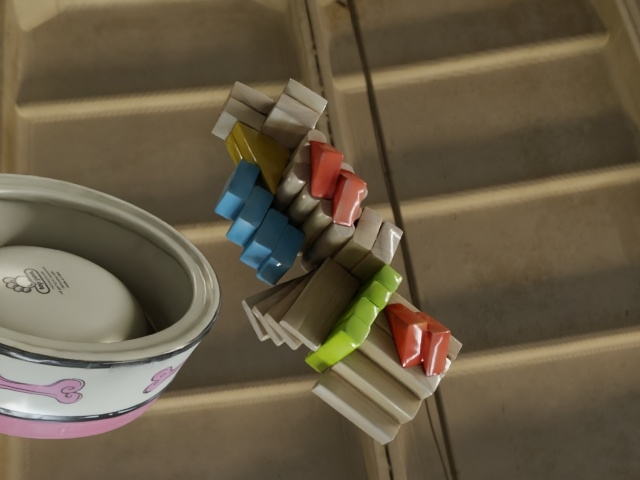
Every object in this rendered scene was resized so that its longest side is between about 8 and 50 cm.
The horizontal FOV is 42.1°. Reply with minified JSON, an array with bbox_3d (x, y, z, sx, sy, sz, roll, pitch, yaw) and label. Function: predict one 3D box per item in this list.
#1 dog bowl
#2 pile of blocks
[{"bbox_3d":[-0.337,0.077,1.024,0.408,0.408,0.150,33,-64,21],"label":"dog bowl"},{"bbox_3d":[0.000,0.000,0.742,0.148,0.112,0.362,-24,-103,-33],"label":"pile of blocks"}]
